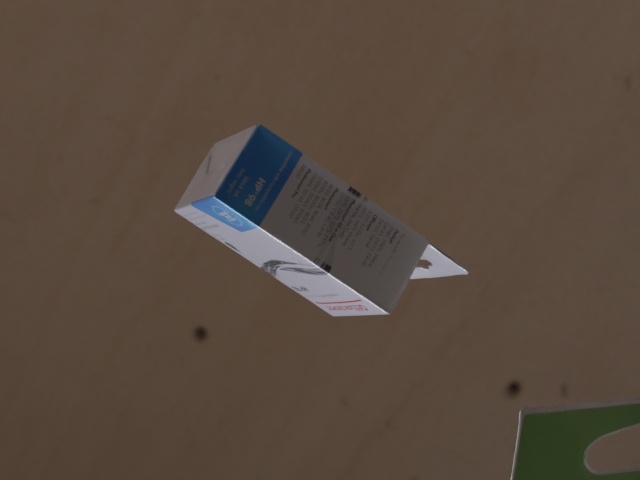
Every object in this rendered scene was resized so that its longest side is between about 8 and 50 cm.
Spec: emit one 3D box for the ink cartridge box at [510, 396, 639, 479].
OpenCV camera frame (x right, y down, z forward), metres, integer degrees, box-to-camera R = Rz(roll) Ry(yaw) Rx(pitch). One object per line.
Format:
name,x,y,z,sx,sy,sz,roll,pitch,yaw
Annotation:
ink cartridge box,0.167,0.185,0.761,0.171,0.235,0.056,-3,-160,-18

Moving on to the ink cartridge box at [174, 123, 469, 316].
ink cartridge box,0.000,0.000,0.880,0.180,0.060,0.104,34,165,-15
